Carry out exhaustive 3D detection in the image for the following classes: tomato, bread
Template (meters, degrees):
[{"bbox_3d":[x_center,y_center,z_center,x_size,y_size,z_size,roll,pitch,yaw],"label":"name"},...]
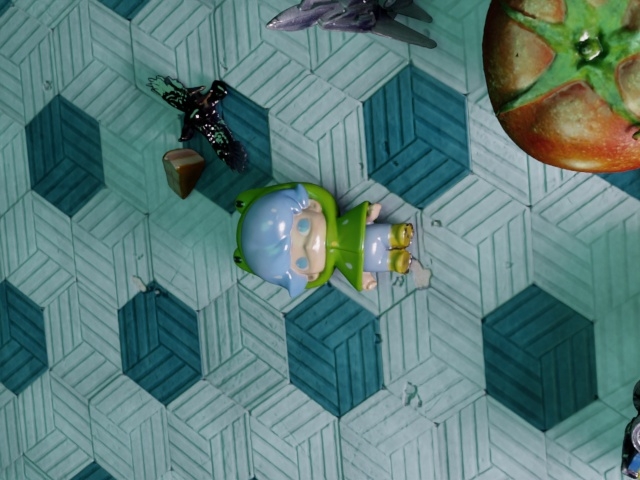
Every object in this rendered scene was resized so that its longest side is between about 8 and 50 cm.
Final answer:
[{"bbox_3d":[0.345,-0.233,1.778,0.303,0.239,0.304,3,99,21],"label":"tomato"},{"bbox_3d":[-0.207,-0.113,2.278,0.043,0.109,0.062,40,73,18],"label":"bread"}]

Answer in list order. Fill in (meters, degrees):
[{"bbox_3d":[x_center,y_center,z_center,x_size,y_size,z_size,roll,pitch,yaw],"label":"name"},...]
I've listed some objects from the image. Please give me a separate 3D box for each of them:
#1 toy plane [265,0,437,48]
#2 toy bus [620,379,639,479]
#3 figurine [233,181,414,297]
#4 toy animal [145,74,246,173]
[{"bbox_3d":[0.026,-0.317,1.959,0.212,0.267,0.088,48,125,19],"label":"toy plane"},{"bbox_3d":[0.489,0.173,1.778,0.175,0.138,0.288,26,113,5],"label":"toy bus"},{"bbox_3d":[0.000,0.000,2.114,0.263,0.143,0.162,6,108,16],"label":"figurine"},{"bbox_3d":[-0.183,-0.192,2.253,0.220,0.062,0.108,42,136,20],"label":"toy animal"}]
